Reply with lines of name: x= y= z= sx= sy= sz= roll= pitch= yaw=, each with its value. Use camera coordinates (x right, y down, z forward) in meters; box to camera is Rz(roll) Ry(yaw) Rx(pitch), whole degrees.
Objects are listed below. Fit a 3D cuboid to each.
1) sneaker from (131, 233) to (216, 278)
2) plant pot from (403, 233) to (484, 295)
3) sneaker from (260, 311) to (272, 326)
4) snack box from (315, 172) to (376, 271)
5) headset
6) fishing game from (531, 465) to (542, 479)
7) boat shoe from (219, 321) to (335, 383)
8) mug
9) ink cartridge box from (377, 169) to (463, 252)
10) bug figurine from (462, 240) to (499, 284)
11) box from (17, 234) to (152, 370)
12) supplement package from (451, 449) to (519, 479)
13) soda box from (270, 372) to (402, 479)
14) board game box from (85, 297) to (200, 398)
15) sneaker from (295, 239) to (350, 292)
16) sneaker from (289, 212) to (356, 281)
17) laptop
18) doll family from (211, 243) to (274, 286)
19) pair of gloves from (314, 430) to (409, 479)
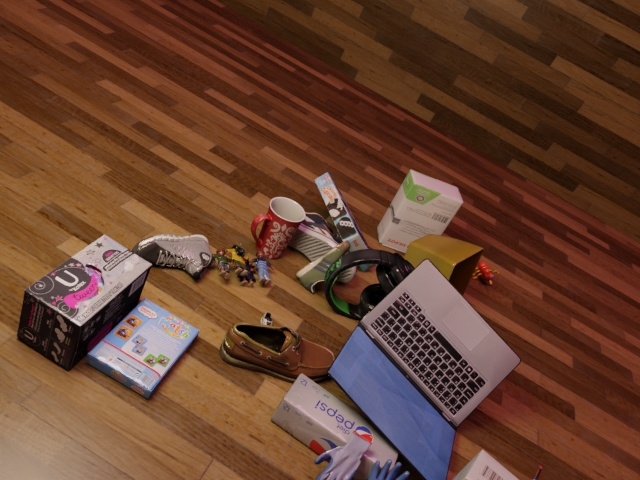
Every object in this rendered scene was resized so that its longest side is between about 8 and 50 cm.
sneaker: x=-0.379 y=0.051 z=1.468 sx=0.229 sy=0.086 sz=0.132 roll=-9 pitch=52 yaw=-42
plant pot: x=0.389 y=0.092 z=1.844 sx=0.187 sy=0.212 sz=0.212 roll=34 pitch=34 yaw=29
sneaker: x=-0.143 y=0.226 z=1.447 sx=0.032 sy=0.037 sz=0.083 roll=13 pitch=39 yaw=-24
snack box: x=0.085 y=-0.066 z=1.859 sx=0.187 sy=0.060 sz=0.321 roll=54 pitch=10 yaw=-47
headset: x=0.205 y=0.166 z=1.573 sx=0.395 sy=0.243 sz=0.185 roll=15 pitch=38 yaw=-16
fishing game: x=0.411 y=0.622 z=1.208 sx=0.041 sy=0.189 sz=0.264 roll=26 pitch=47 yaw=32
boat shoe: x=-0.089 y=0.276 z=1.360 sx=0.308 sy=0.104 sz=0.110 roll=12 pitch=38 yaw=-22
mug: x=-0.145 y=-0.037 z=1.661 sx=0.151 sy=0.169 sz=0.113 roll=14 pitch=38 yaw=-19
ink cartridge box: x=0.353 y=-0.090 z=1.977 sx=0.199 sy=0.272 sz=0.114 roll=19 pitch=34 yaw=-13
bug figurine: x=0.526 y=0.077 z=2.056 sx=0.279 sy=0.072 sz=0.216 roll=4 pitch=42 yaw=-30
box: x=-0.516 y=0.127 z=1.208 sx=0.142 sy=0.163 sz=0.247 roll=31 pitch=35 yaw=2
supplement package: x=0.336 y=0.572 z=1.207 sx=0.105 sy=0.179 sz=0.105 roll=37 pitch=36 yaw=18
soda box: x=0.036 y=0.438 z=1.252 sx=0.286 sy=0.091 sz=0.098 roll=33 pitch=34 yaw=7
board game box: x=-0.399 y=0.240 z=1.254 sx=0.160 sy=0.039 sz=0.211 roll=30 pitch=36 yaw=2
sneaker: x=0.024 y=0.084 z=1.630 sx=0.086 sy=0.192 sz=0.064 roll=57 pitch=12 yaw=6
sneaker: x=0.000 y=0.000 z=1.751 sx=0.321 sy=0.126 sz=0.127 roll=36 pitch=40 yaw=13
laptop: x=0.279 y=0.309 z=1.355 sx=0.382 sy=0.408 sz=0.236 roll=48 pitch=-8 yaw=0
doll family: x=-0.216 y=0.064 z=1.559 sx=0.193 sy=0.076 sz=0.111 roll=32 pitch=28 yaw=-42
pair of gloves: x=0.084 y=0.508 z=1.164 sx=0.198 sy=0.159 sz=0.023 roll=36 pitch=-4 yaw=7
